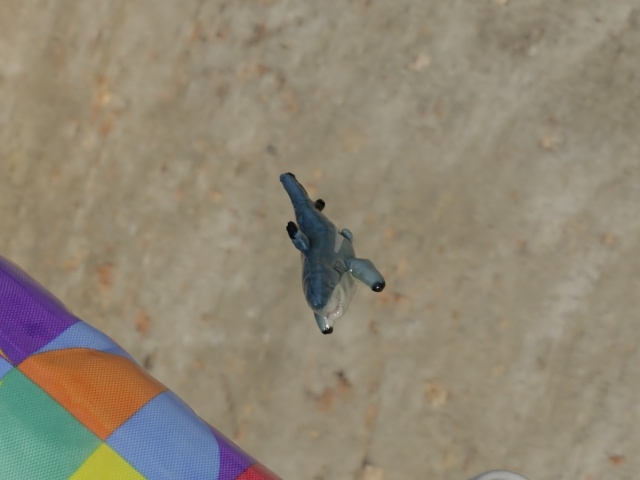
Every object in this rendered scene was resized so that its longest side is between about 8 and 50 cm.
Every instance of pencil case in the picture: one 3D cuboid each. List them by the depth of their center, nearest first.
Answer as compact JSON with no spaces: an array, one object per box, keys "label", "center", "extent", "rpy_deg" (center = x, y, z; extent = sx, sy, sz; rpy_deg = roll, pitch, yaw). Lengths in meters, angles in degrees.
[{"label":"pencil case","center":[-0.088,0.091,0.636],"extent":[0.236,0.104,0.104],"rpy_deg":[41,113,12]}]

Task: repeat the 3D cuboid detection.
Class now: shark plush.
[{"label":"shark plush","center":[0.000,0.000,1.487],"extent":[0.073,0.067,0.161],"rpy_deg":[-31,53,33]}]

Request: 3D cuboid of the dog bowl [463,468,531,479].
[{"label":"dog bowl","center":[0.174,0.367,1.750],"extent":[0.104,0.265,0.265],"rpy_deg":[-27,56,32]}]
